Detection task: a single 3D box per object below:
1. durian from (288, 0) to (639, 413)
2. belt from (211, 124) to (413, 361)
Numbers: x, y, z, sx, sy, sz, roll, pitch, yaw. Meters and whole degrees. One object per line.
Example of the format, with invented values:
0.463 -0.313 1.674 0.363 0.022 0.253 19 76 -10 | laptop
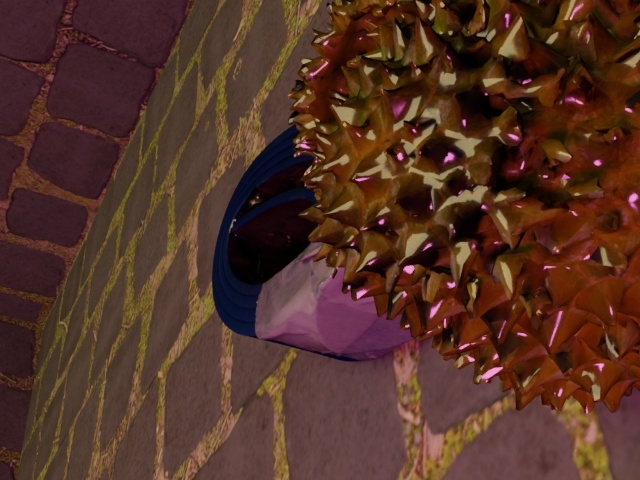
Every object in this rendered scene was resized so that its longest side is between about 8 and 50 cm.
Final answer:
0.102 -0.054 0.434 0.258 0.258 0.293 -66 33 16 | durian
0.000 0.000 0.763 0.347 0.117 0.213 -11 63 64 | belt
